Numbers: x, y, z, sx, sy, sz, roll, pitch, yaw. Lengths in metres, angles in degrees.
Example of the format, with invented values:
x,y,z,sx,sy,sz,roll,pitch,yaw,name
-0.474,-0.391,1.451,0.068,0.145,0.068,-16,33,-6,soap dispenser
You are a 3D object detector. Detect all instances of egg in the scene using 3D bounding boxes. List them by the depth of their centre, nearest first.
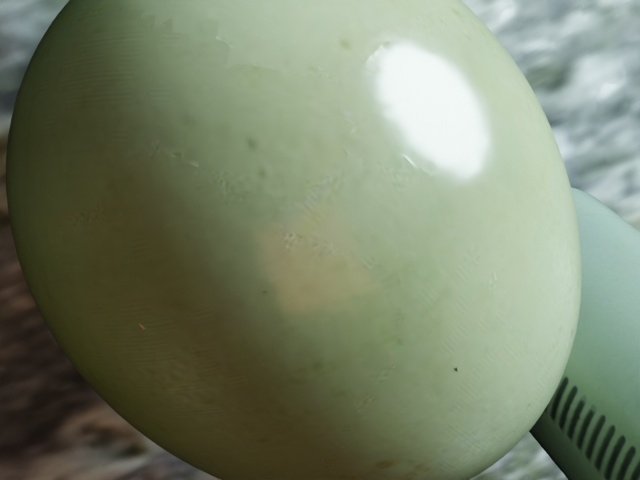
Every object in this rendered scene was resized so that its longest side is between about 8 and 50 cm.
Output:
x,y,z,sx,sy,sz,roll,pitch,yaw,name
0.000,0.000,0.425,0.188,0.188,0.253,-41,130,5,egg

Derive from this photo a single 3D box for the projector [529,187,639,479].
x,y,z,sx,sy,sz,roll,pitch,yaw,name
0.161,0.091,0.449,0.108,0.337,0.108,-10,119,-17,projector
